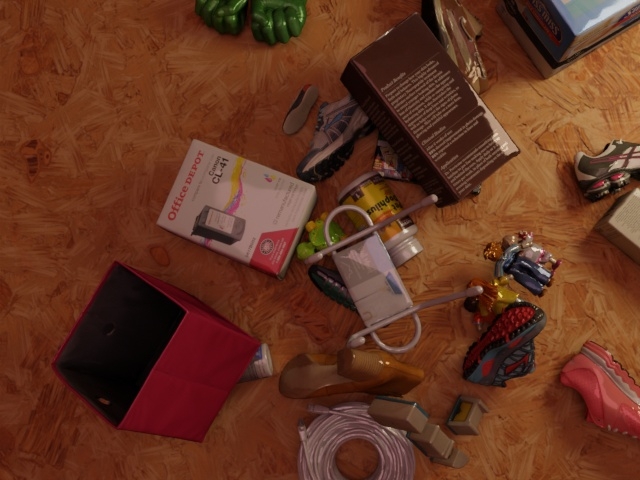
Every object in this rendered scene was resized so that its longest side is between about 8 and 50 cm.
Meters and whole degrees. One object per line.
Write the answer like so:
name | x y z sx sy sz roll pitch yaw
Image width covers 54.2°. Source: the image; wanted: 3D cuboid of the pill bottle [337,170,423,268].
pill bottle | 0.141 -0.044 1.427 0.117 0.117 0.215 -34 82 -2

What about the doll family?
doll family | 0.421 0.086 1.392 0.163 0.118 0.263 32 85 7

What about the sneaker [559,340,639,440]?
sneaker | 0.650 0.373 1.358 0.136 0.116 0.314 -41 75 7

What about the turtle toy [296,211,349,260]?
turtle toy | 0.000 0.000 1.447 0.130 0.066 0.095 -33 79 -30

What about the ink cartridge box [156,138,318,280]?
ink cartridge box | -0.186 -0.069 1.444 0.306 0.131 0.226 22 84 5

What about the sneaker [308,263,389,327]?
sneaker | 0.081 0.106 1.441 0.223 0.083 0.098 34 67 1

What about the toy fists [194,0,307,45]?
toy fists | -0.171 -0.569 1.532 0.279 0.096 0.142 15 84 4

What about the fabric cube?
fabric cube | -0.336 0.235 1.302 0.254 0.258 0.259 26 83 34

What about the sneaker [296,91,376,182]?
sneaker | 0.031 -0.257 1.483 0.122 0.110 0.283 40 77 16

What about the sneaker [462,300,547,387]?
sneaker | 0.415 0.227 1.337 0.125 0.262 0.104 23 45 -6

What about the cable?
cable | 0.077 0.484 1.371 0.257 0.089 0.257 1 82 2

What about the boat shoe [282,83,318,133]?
boat shoe | -0.054 -0.319 1.517 0.043 0.049 0.137 27 85 49

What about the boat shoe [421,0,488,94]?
boat shoe | 0.322 -0.487 1.490 0.119 0.122 0.324 -11 89 -4

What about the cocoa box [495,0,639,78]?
cocoa box | 0.625 -0.584 1.423 0.347 0.228 0.231 -30 81 -2

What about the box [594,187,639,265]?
box | 0.765 0.014 1.397 0.275 0.094 0.113 43 86 7

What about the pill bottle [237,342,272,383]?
pill bottle | -0.182 0.283 1.418 0.137 0.078 0.078 -12 81 1

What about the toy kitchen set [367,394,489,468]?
toy kitchen set | 0.235 0.362 1.336 0.207 0.122 0.166 48 60 -24

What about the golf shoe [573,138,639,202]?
golf shoe | 0.718 -0.188 1.427 0.272 0.105 0.120 -19 74 0

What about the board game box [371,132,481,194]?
board game box | 0.259 -0.196 1.489 0.259 0.030 0.136 10 81 4

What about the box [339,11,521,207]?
box | 0.236 -0.278 1.381 0.191 0.143 0.381 -37 94 -10

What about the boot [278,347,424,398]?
boot | 0.064 0.311 1.378 0.211 0.295 0.104 24 57 -32

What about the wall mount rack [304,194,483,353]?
wall mount rack | 0.148 0.067 1.309 0.304 0.130 0.350 -26 90 10
